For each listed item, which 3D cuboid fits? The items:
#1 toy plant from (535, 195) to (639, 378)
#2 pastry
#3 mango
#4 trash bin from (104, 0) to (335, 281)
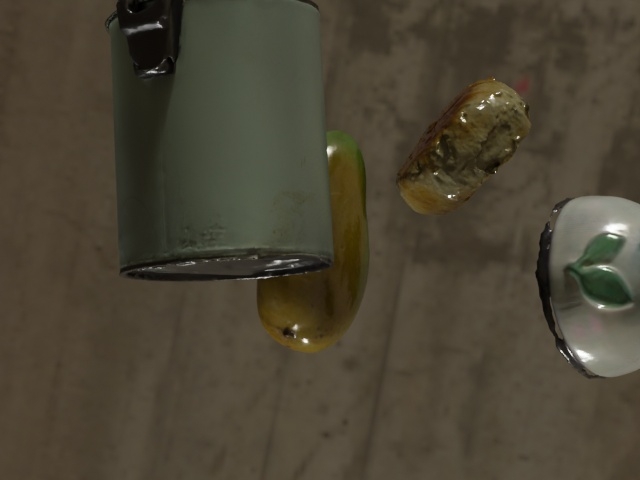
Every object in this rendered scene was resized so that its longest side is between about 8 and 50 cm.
[{"bbox_3d":[0.449,0.030,2.070,0.247,0.332,0.247,19,65,-49],"label":"toy plant"},{"bbox_3d":[0.171,-0.114,2.146,0.182,0.093,0.192,-51,-173,-7],"label":"pastry"},{"bbox_3d":[0.000,0.000,1.945,0.156,0.114,0.251,11,92,-60],"label":"mango"},{"bbox_3d":[-0.100,-0.098,1.750,0.277,0.217,0.262,9,76,-59],"label":"trash bin"}]
